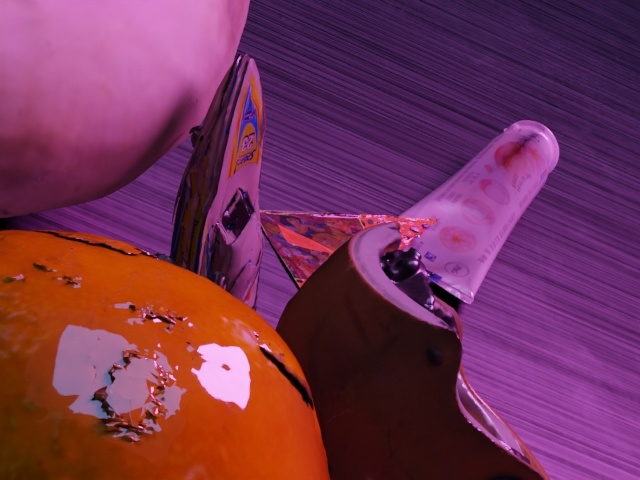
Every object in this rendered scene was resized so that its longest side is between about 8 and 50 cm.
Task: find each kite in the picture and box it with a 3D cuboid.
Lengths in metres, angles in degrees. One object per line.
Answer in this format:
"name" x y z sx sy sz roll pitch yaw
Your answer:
"kite" 0.000 0.001 1.396 0.125 0.008 0.222 27 32 14

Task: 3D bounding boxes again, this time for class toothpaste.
"toothpaste" 0.137 -0.030 1.557 0.100 0.066 0.323 31 30 10

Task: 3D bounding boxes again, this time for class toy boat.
"toy boat" -0.065 -0.025 1.169 0.066 0.210 0.084 24 29 26

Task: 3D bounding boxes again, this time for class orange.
"orange" -0.116 0.112 0.777 0.246 0.246 0.246 23 24 -11

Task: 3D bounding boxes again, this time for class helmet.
"helmet" 0.046 0.106 1.084 0.224 0.130 0.198 58 7 -31

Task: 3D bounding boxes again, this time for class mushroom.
"mushroom" -0.239 -0.181 1.179 0.353 0.353 0.325 28 40 1
